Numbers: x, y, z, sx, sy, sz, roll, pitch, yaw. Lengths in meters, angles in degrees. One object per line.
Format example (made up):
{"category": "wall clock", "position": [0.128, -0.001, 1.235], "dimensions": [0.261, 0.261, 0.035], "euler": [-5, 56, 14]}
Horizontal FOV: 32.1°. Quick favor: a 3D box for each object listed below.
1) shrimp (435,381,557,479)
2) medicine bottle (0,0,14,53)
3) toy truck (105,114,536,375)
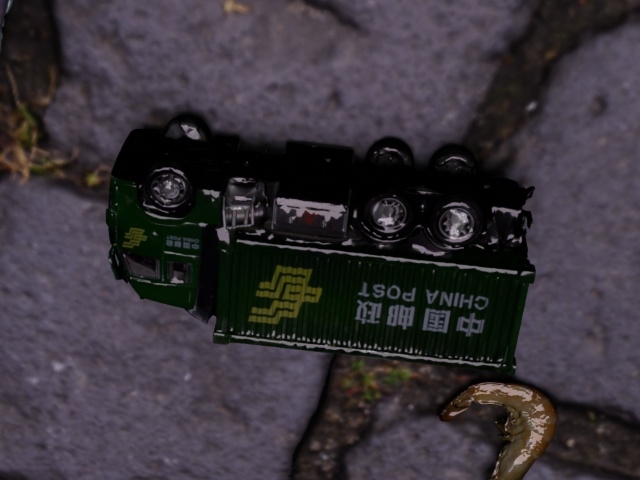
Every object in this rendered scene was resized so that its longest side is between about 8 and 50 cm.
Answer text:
{"category": "shrimp", "position": [0.118, 0.147, 0.804], "dimensions": [0.083, 0.023, 0.114], "euler": [21, 114, -2]}
{"category": "medicine bottle", "position": [-0.328, -0.155, 0.555], "dimensions": [0.290, 0.245, 0.245], "euler": [19, 120, -3]}
{"category": "toy truck", "position": [0.000, 0.000, 0.696], "dimensions": [0.259, 0.088, 0.121], "euler": [7, 120, 1]}
